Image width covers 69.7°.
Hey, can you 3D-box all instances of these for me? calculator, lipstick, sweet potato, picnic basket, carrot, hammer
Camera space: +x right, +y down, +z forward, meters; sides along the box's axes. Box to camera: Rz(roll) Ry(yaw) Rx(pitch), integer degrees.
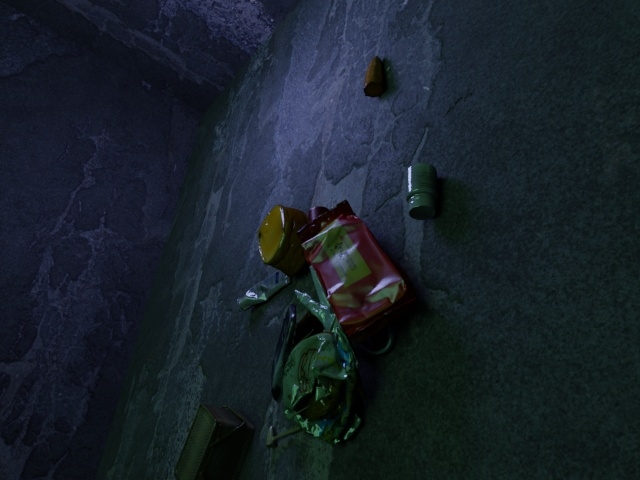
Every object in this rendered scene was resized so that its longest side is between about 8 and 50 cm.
[{"bbox_3d":[-0.099,0.306,1.304,0.177,0.040,0.268,-128,53,-79],"label":"calculator"},{"bbox_3d":[0.000,0.000,1.461,0.080,0.080,0.241,-39,40,36],"label":"lipstick"},{"bbox_3d":[-0.040,0.270,1.351,0.078,0.058,0.255,36,104,37],"label":"sweet potato"},{"bbox_3d":[-0.334,0.661,1.435,0.165,0.139,0.267,8,76,58],"label":"picnic basket"},{"bbox_3d":[0.194,-0.589,1.612,0.072,0.072,0.205,-30,38,44],"label":"carrot"},{"bbox_3d":[-0.084,0.521,1.273,0.195,0.028,0.060,-36,34,34],"label":"hammer"}]

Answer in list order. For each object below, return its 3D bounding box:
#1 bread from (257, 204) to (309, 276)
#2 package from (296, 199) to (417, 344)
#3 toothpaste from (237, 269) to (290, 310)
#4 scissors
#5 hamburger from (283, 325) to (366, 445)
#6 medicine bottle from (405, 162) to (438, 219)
[{"bbox_3d":[-0.117,-0.003,1.577,0.195,0.142,0.270,-52,31,25],"label":"bread"},{"bbox_3d":[0.084,0.071,1.180,0.196,0.123,0.423,-33,40,2],"label":"package"},{"bbox_3d":[-0.199,0.176,1.673,0.266,0.061,0.096,-35,39,29],"label":"toothpaste"},{"bbox_3d":[0.033,0.216,1.237,0.256,0.029,0.383,-53,44,18],"label":"scissors"},{"bbox_3d":[-0.016,0.347,1.111,0.260,0.150,0.276,-15,68,48],"label":"hamburger"},{"bbox_3d":[0.255,-0.122,1.156,0.080,0.080,0.130,-28,47,45],"label":"medicine bottle"}]
